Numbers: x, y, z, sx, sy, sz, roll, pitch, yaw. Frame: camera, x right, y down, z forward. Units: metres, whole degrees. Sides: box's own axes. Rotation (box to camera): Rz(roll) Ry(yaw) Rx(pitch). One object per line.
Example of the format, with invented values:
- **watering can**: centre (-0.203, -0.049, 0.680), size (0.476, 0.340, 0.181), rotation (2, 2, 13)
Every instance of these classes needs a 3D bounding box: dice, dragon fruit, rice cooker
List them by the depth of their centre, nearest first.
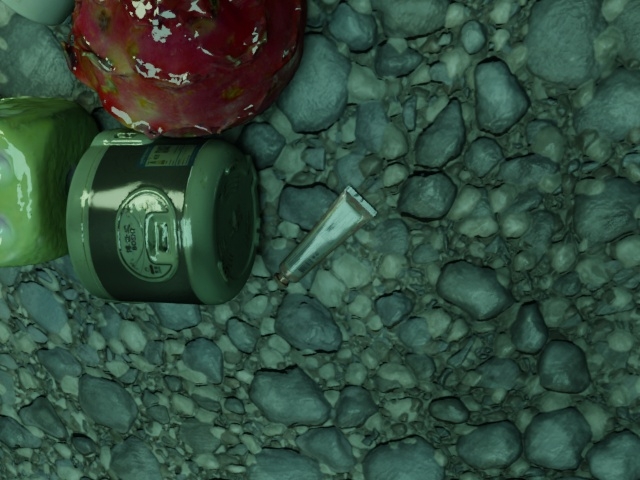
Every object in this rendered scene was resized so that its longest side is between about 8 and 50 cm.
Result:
- **dragon fruit**: centre (-0.200, -0.337, 1.516), size (0.386, 0.249, 0.371), rotation (-22, 90, -5)
- **rice cooker**: centre (-0.257, -0.035, 1.672), size (0.277, 0.288, 0.288), rotation (3, 109, 15)
- **dice**: centre (-0.522, -0.109, 1.737), size (0.249, 0.252, 0.254), rotation (8, 108, 13)

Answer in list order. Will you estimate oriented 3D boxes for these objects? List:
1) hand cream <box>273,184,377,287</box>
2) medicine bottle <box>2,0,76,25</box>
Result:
- **hand cream**: centre (0.000, 0.000, 1.737), size (0.067, 0.043, 0.209), rotation (45, 109, -4)
- **medicine bottle**: centre (-0.408, -0.476, 1.637), size (0.144, 0.144, 0.252), rotation (42, 117, 0)
